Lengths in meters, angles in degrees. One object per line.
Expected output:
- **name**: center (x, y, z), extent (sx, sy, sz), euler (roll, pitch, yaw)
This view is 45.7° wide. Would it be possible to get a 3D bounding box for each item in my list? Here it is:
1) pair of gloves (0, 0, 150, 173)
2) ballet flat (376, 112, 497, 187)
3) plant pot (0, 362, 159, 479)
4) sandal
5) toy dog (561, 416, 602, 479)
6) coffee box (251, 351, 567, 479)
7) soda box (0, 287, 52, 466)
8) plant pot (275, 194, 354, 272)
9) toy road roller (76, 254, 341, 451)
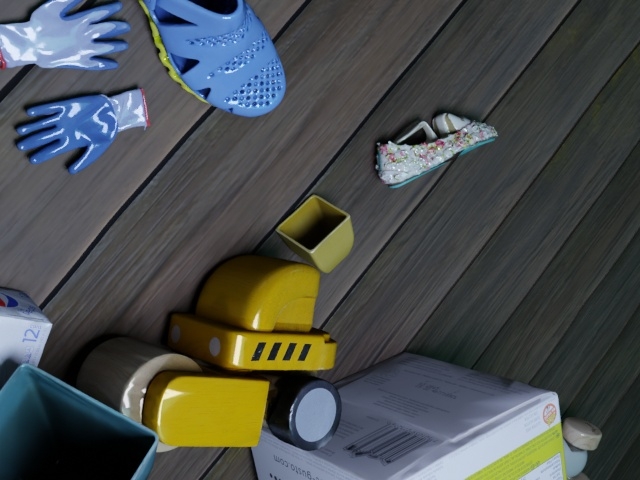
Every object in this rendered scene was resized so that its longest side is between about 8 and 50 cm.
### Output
- **pair of gloves**: center (-0.276, -0.175, 0.852), extent (0.159, 0.023, 0.198), euler (-22, 120, -28)
- **ballet flat**: center (0.183, -0.155, 1.186), extent (0.241, 0.091, 0.077), euler (-27, 101, -32)
- **plant pot**: center (-0.287, 0.278, 0.834), extent (0.165, 0.166, 0.234), euler (-60, 173, -30)
- **sandal**: center (-0.132, -0.257, 0.856), extent (0.126, 0.138, 0.317), euler (-52, 133, -12)
- **toy dog**: center (0.437, 0.436, 1.614), extent (0.334, 0.161, 0.220), euler (30, 92, -27)
- **coffee box**: center (0.141, 0.408, 1.169), extent (0.338, 0.338, 0.334), euler (-18, 104, -33)
- **soda box**: center (-0.404, 0.197, 0.856), extent (0.091, 0.098, 0.286), euler (17, 98, -41)
- **plant pot**: center (0.000, 0.000, 1.107), extent (0.081, 0.081, 0.083), euler (-43, 139, -17)
- **toy road roller**: center (-0.128, 0.134, 0.991), extent (0.330, 0.203, 0.240), euler (10, 87, -41)
